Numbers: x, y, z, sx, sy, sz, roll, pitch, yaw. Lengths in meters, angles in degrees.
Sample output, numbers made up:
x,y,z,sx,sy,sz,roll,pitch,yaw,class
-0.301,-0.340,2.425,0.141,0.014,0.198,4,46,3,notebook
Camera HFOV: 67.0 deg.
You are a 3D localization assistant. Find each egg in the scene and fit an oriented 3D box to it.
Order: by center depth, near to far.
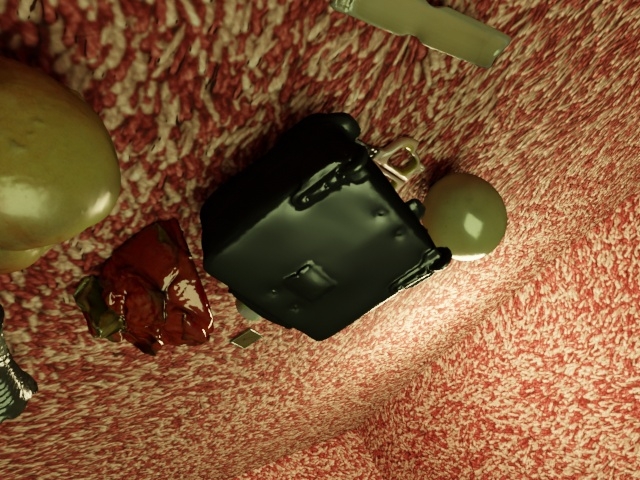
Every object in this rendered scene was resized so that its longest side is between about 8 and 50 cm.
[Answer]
x,y,z,sx,sy,sz,roll,pitch,yaw,class
0.328,-0.056,1.115,0.188,0.188,0.254,-35,141,6,egg

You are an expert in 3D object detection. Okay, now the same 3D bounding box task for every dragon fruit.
x,y,z,sx,sy,sz,roll,pitch,yaw,class
-0.297,0.136,0.848,0.205,0.152,0.317,-21,149,-16,dragon fruit

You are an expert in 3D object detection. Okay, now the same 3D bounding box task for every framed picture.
x,y,z,sx,sy,sz,roll,pitch,yaw,class
-0.195,0.261,1.284,0.066,0.007,0.089,-33,151,1,framed picture

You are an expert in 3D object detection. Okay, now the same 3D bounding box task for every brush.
x,y,z,sx,sy,sz,roll,pitch,yaw,class
0.152,-0.319,0.696,0.321,0.050,0.060,2,139,-35,brush

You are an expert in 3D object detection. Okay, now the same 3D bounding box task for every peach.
x,y,z,sx,sy,sz,roll,pitch,yaw,class
-0.321,-0.086,0.469,0.232,0.232,0.232,-24,150,-15,peach

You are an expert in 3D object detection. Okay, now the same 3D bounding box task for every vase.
x,y,z,sx,sy,sz,roll,pitch,yaw,class
-0.530,0.192,0.768,0.115,0.115,0.237,-13,141,-31,vase

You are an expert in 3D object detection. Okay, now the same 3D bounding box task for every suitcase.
x,y,z,sx,sy,sz,roll,pitch,yaw,class
0.000,0.000,0.821,0.339,0.188,0.345,-37,133,14,suitcase

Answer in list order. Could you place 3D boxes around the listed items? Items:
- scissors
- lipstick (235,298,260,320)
x,y,z,sx,sy,sz,roll,pitch,yaw,class
0.095,-0.154,0.909,0.160,0.024,0.317,-44,147,20,scissors
-0.061,0.055,1.029,0.304,0.076,0.076,-44,149,21,lipstick
